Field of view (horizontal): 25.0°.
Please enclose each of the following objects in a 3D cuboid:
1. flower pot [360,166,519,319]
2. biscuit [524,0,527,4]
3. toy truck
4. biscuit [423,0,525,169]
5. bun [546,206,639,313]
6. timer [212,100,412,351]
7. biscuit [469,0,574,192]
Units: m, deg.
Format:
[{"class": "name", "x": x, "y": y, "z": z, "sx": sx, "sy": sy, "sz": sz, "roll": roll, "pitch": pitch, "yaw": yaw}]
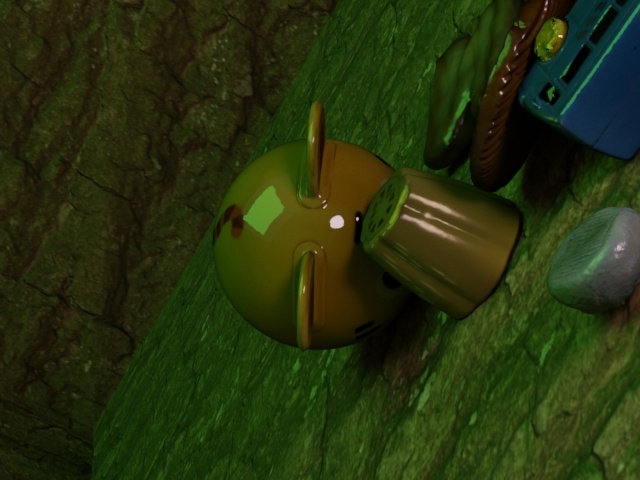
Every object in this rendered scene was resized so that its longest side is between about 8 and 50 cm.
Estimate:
[{"class": "flower pot", "x": 0.163, "y": -0.007, "z": 2.090, "sx": 0.195, "sy": 0.179, "sz": 0.195, "roll": -57, "pitch": 16, "yaw": 27}, {"class": "biscuit", "x": 0.382, "y": -0.419, "z": 2.314, "sx": 0.170, "sy": 0.050, "sz": 0.170, "roll": -161, "pitch": 90, "yaw": -76}, {"class": "toy truck", "x": 0.409, "y": -0.285, "z": 1.808, "sx": 0.385, "sy": 0.161, "sz": 0.162, "roll": -56, "pitch": 26, "yaw": 20}, {"class": "biscuit", "x": 0.262, "y": -0.273, "z": 2.425, "sx": 0.237, "sy": 0.062, "sz": 0.290, "roll": -47, "pitch": 22, "yaw": 42}, {"class": "bun", "x": 0.331, "y": 0.028, "z": 1.678, "sx": 0.141, "sy": 0.083, "sz": 0.141, "roll": -48, "pitch": 15, "yaw": 17}, {"class": "timer", "x": 0.000, "y": 0.000, "z": 2.253, "sx": 0.387, "sy": 0.376, "sz": 0.376, "roll": 82, "pitch": -148, "yaw": -79}, {"class": "biscuit", "x": 0.287, "y": -0.216, "z": 2.012, "sx": 0.318, "sy": 0.040, "sz": 0.318, "roll": -55, "pitch": -22, "yaw": -36}]
